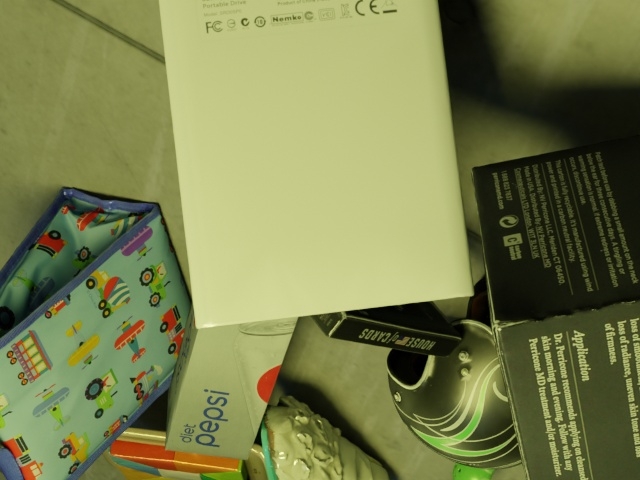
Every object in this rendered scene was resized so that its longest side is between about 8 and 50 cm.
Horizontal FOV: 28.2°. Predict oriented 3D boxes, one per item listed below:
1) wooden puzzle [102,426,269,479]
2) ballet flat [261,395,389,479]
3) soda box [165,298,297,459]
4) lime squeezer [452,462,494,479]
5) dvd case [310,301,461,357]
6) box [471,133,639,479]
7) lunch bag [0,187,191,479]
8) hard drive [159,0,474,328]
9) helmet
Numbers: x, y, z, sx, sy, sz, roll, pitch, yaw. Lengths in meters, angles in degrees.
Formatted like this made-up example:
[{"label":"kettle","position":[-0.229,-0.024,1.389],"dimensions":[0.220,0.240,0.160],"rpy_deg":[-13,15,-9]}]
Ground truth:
[{"label":"wooden puzzle","position":[-0.169,0.269,1.536],"dimensions":[0.238,0.044,0.221],"rpy_deg":[11,159,5]},{"label":"ballet flat","position":[0.026,0.319,1.503],"dimensions":[0.147,0.147,0.409],"rpy_deg":[14,139,24]},{"label":"soda box","position":[-0.091,0.108,1.329],"dimensions":[0.098,0.091,0.286],"rpy_deg":[9,133,-11]},{"label":"lime squeezer","position":[0.199,0.274,1.384],"dimensions":[0.110,0.059,0.310],"rpy_deg":[-8,132,-1]},{"label":"dvd case","position":[0.000,0.000,1.079],"dimensions":[0.029,0.179,0.239],"rpy_deg":[-51,56,17]},{"label":"box","position":[0.296,0.098,0.934],"dimensions":[0.312,0.179,0.343],"rpy_deg":[-10,128,9]},{"label":"lunch bag","position":[-0.271,0.125,1.360],"dimensions":[0.138,0.293,0.221],"rpy_deg":[10,134,27]},{"label":"hard drive","position":[-0.007,-0.100,0.931],"dimensions":[0.203,0.308,0.040],"rpy_deg":[-7,178,-4]},{"label":"helmet","position":[0.150,0.128,1.166],"dimensions":[0.169,0.169,0.161],"rpy_deg":[34,121,1]}]
